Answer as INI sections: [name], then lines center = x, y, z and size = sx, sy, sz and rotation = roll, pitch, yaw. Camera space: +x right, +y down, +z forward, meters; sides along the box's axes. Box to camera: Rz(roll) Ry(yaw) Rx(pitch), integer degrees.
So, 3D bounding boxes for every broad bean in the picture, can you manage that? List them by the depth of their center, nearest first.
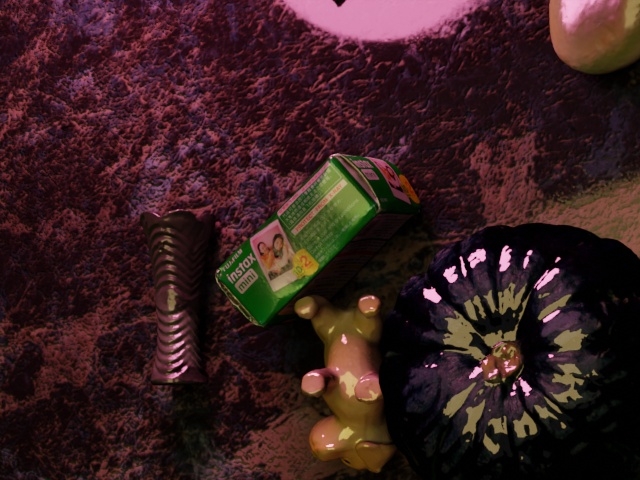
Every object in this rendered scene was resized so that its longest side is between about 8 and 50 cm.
[broad bean]
center = 0.369, -0.314, 1.891
size = 0.169, 0.100, 0.228
rotation = 46, 115, 34

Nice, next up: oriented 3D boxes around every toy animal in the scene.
[toy animal]
center = 0.036, 0.175, 1.936
size = 0.121, 0.168, 0.233
rotation = -7, 76, 12

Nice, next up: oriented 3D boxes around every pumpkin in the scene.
[pumpkin]
center = 0.246, 0.152, 1.773
size = 0.363, 0.266, 0.363
rotation = -8, 73, 27

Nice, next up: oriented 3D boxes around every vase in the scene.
[vase]
center = -0.198, 0.081, 2.119
size = 0.115, 0.115, 0.237
rotation = -3, 83, 27

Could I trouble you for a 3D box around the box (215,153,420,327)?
[box]
center = 0.000, 0.000, 1.981
size = 0.250, 0.180, 0.103
rotation = -46, 75, 16
